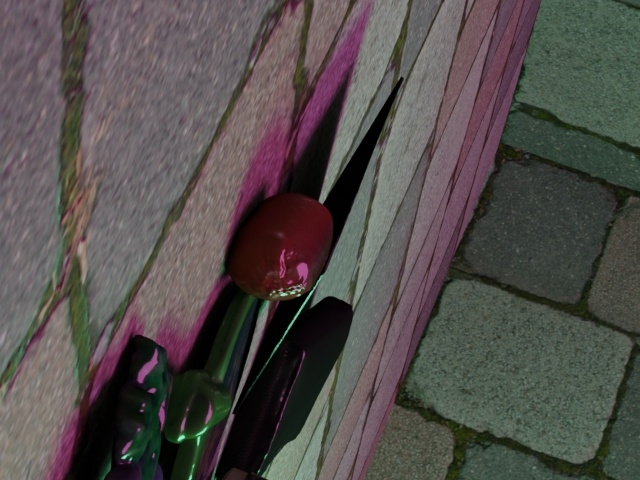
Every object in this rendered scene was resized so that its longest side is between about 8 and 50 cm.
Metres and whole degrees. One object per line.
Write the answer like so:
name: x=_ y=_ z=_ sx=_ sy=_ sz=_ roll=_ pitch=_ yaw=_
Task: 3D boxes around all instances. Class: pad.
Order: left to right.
pad: x=0.000 y=0.000 z=1.326 sx=0.163 sy=0.004 sz=0.243 roll=-58 pitch=-174 yaw=41

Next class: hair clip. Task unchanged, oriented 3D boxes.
hair clip: x=-0.113 y=0.144 z=0.969 sx=0.124 sy=0.052 sz=0.195 roll=-113 pitch=-146 yaw=-86

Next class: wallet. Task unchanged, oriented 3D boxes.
wallet: x=-0.027 y=0.129 z=1.546 sx=0.250 sy=0.044 sz=0.149 roll=-28 pitch=141 yaw=-80

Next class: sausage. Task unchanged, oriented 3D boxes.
sausage: x=-0.023 y=0.004 z=1.169 sx=0.094 sy=0.054 sz=0.059 roll=-58 pitch=166 yaw=-61

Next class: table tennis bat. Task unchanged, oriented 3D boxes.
table tennis bat: x=-0.071 y=0.101 z=1.165 sx=0.257 sy=0.039 sz=0.160 roll=33 pitch=75 yaw=-85

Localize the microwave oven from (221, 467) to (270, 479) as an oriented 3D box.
microwave oven: x=-0.041 y=0.303 z=1.334 sx=0.240 sy=0.194 sz=0.145 roll=-52 pitch=159 yaw=-62
